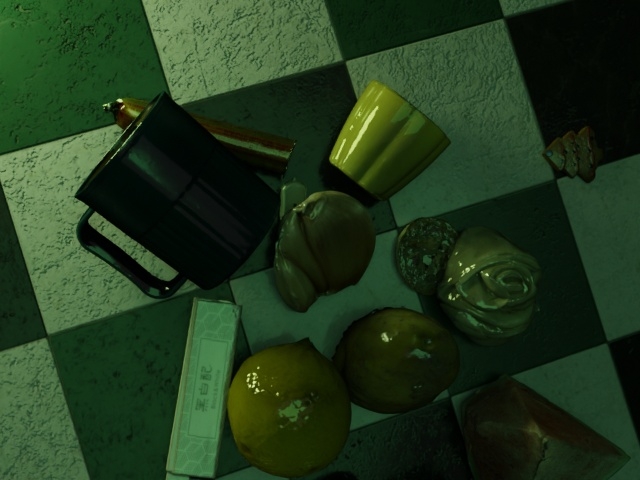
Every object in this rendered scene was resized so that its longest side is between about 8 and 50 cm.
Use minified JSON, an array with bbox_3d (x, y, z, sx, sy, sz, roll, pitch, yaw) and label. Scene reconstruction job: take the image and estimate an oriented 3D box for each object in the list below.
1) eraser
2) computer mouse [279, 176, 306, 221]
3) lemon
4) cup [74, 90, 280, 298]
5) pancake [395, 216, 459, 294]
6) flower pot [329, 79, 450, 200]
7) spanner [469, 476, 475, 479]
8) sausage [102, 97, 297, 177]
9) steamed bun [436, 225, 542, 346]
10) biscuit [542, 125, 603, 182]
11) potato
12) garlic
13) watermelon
[{"bbox_3d":[-0.222,0.310,1.636,0.096,0.098,0.403,9,85,-8],"label":"eraser"},{"bbox_3d":[-0.054,-0.069,1.718,0.056,0.032,0.110,-2,95,-18],"label":"computer mouse"},{"bbox_3d":[-0.053,0.315,1.599,0.228,0.228,0.253,-20,119,-9],"label":"lemon"},{"bbox_3d":[-0.264,-0.057,1.566,0.292,0.242,0.308,39,82,-17],"label":"cup"},{"bbox_3d":[0.220,0.031,1.760,0.158,0.028,0.158,1,86,-12],"label":"pancake"},{"bbox_3d":[0.122,-0.181,1.689,0.195,0.195,0.179,38,95,-4],"label":"flower pot"},{"bbox_3d":[0.352,0.577,1.748,0.054,0.015,0.254,-37,92,-9],"label":"spanner"},{"bbox_3d":[-0.234,-0.203,1.683,0.372,0.082,0.082,15,84,-6],"label":"sausage"},{"bbox_3d":[0.347,0.094,1.705,0.211,0.144,0.218,33,80,-17],"label":"steamed bun"},{"bbox_3d":[0.525,-0.178,1.823,0.130,0.019,0.119,-3,86,-8],"label":"biscuit"},{"bbox_3d":[0.149,0.219,1.621,0.229,0.266,0.229,1,82,-9],"label":"potato"},{"bbox_3d":[0.000,0.000,1.675,0.217,0.110,0.228,-23,124,-21],"label":"garlic"},{"bbox_3d":[0.429,0.373,1.662,0.250,0.292,0.283,-26,77,-31],"label":"watermelon"}]
